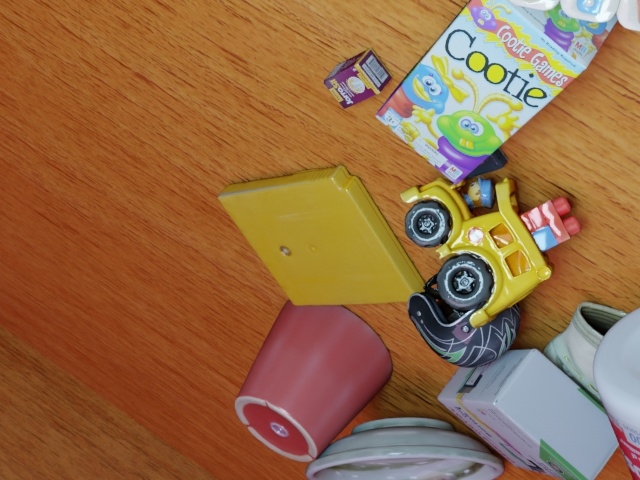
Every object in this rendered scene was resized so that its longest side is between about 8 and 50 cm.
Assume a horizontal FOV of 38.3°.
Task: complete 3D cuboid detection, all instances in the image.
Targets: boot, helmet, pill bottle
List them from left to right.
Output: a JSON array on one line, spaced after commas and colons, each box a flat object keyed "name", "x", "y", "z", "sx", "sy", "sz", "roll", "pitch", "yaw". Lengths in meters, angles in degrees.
[{"name": "helmet", "x": 0.237, "y": 0.122, "z": 1.466, "sx": 0.161, "sy": 0.169, "sz": 0.169, "roll": 36, "pitch": 151, "yaw": 33}, {"name": "boot", "x": 0.461, "y": 0.192, "z": 1.416, "sx": 0.213, "sy": 0.077, "sz": 0.165, "roll": 32, "pitch": 144, "yaw": 12}, {"name": "pill bottle", "x": 0.551, "y": 0.296, "z": 1.309, "sx": 0.229, "sy": 0.229, "sz": 0.408, "roll": 2, "pitch": 132, "yaw": 43}]

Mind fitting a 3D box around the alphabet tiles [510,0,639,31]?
[{"name": "alphabet tiles", "x": 0.283, "y": -0.342, "z": 0.861, "sx": 0.284, "sy": 0.021, "sz": 0.278, "roll": 15, "pitch": 120, "yaw": 10}]

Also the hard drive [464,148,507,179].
[{"name": "hard drive", "x": 0.191, "y": -0.149, "z": 1.306, "sx": 0.135, "sy": 0.022, "sz": 0.094, "roll": 50, "pitch": 146, "yaw": -18}]

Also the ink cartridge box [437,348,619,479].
[{"name": "ink cartridge box", "x": 0.340, "y": 0.286, "z": 1.531, "sx": 0.201, "sy": 0.117, "sz": 0.278, "roll": 41, "pitch": 167, "yaw": -3}]

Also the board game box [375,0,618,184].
[{"name": "board game box", "x": 0.208, "y": -0.213, "z": 1.101, "sx": 0.144, "sy": 0.142, "sz": 0.275, "roll": 39, "pitch": 147, "yaw": -2}]

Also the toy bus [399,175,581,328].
[{"name": "toy bus", "x": 0.245, "y": -0.017, "z": 1.296, "sx": 0.211, "sy": 0.149, "sz": 0.220, "roll": -32, "pitch": 82, "yaw": 17}]

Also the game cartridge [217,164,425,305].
[{"name": "game cartridge", "x": 0.000, "y": 0.000, "z": 1.654, "sx": 0.323, "sy": 0.053, "sz": 0.285, "roll": -6, "pitch": 127, "yaw": 44}]

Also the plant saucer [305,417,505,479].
[{"name": "plant saucer", "x": 0.168, "y": 0.433, "z": 1.874, "sx": 0.400, "sy": 0.101, "sz": 0.400, "roll": -1, "pitch": 155, "yaw": -1}]

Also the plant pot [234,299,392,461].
[{"name": "plant pot", "x": -0.026, "y": 0.289, "z": 1.846, "sx": 0.274, "sy": 0.243, "sz": 0.275, "roll": 25, "pitch": 145, "yaw": 19}]

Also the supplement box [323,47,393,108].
[{"name": "supplement box", "x": 0.053, "y": -0.231, "z": 1.319, "sx": 0.055, "sy": 0.043, "sz": 0.083, "roll": 48, "pitch": 146, "yaw": -18}]
